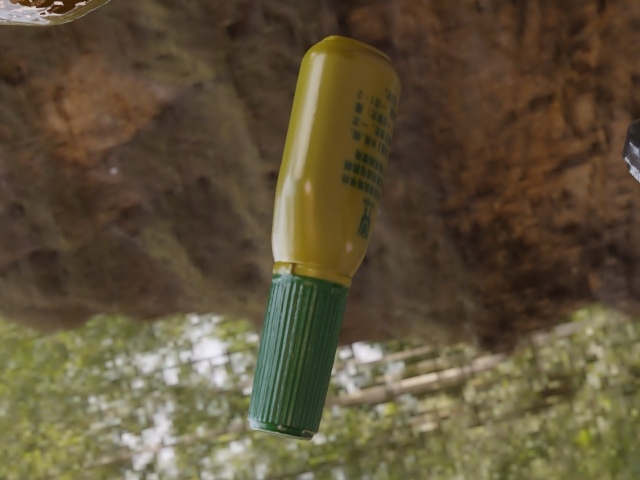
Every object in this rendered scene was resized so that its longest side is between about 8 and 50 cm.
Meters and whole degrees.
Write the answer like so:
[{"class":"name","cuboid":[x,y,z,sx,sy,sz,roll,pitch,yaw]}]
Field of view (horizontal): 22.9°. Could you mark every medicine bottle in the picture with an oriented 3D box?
[{"class":"medicine bottle","cuboid":[0.000,0.000,1.034,0.095,0.064,0.260,30,-111,-63]}]

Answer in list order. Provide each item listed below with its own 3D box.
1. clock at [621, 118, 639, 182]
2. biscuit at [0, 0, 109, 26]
[{"class":"clock","cuboid":[0.362,-0.007,0.993,0.279,0.273,0.049,-120,31,-57]},{"class":"biscuit","cuboid":[-0.165,-0.197,0.616,0.037,0.262,0.262,-47,-55,-38]}]
